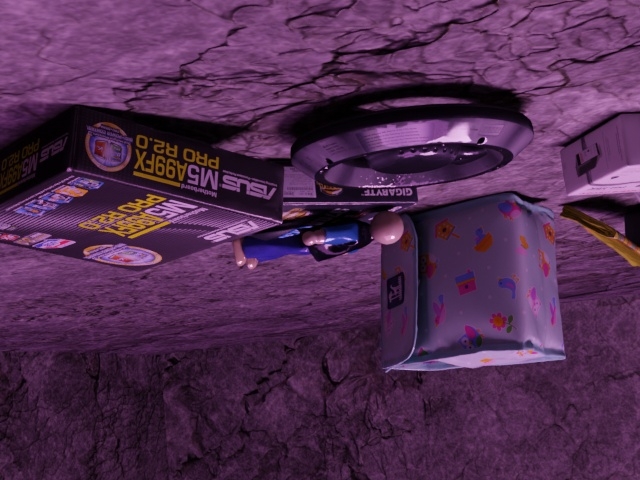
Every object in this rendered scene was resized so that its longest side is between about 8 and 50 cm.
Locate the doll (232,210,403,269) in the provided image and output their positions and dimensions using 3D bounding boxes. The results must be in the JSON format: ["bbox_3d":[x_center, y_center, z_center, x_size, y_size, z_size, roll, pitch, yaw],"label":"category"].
[{"bbox_3d":[0.000,0.000,1.211,0.189,0.046,0.129,-8,171,14],"label":"doll"}]

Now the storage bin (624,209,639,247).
[{"bbox_3d":[0.535,-0.013,1.664,0.135,0.098,0.091,-3,-179,-13],"label":"storage bin"}]

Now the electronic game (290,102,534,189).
[{"bbox_3d":[0.086,-0.089,1.028,0.229,0.048,0.229,-5,172,-1],"label":"electronic game"}]

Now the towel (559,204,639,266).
[{"bbox_3d":[0.451,0.013,1.614,0.237,0.021,0.102,27,-174,-43],"label":"towel"}]

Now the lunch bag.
[{"bbox_3d":[0.190,0.068,1.521,0.262,0.223,0.160,-10,164,35],"label":"lunch bag"}]

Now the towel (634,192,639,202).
[{"bbox_3d":[0.505,0.010,1.114,0.090,0.320,0.374,-31,177,-16],"label":"towel"}]

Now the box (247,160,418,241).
[{"bbox_3d":[-0.018,-0.042,1.253,0.175,0.051,0.220,-1,169,-26],"label":"box"}]

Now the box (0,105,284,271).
[{"bbox_3d":[-0.199,-0.038,1.037,0.216,0.060,0.270,15,160,-37],"label":"box"}]

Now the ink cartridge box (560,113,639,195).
[{"bbox_3d":[0.329,-0.089,1.147,0.099,0.056,0.135,-4,170,-14],"label":"ink cartridge box"}]
